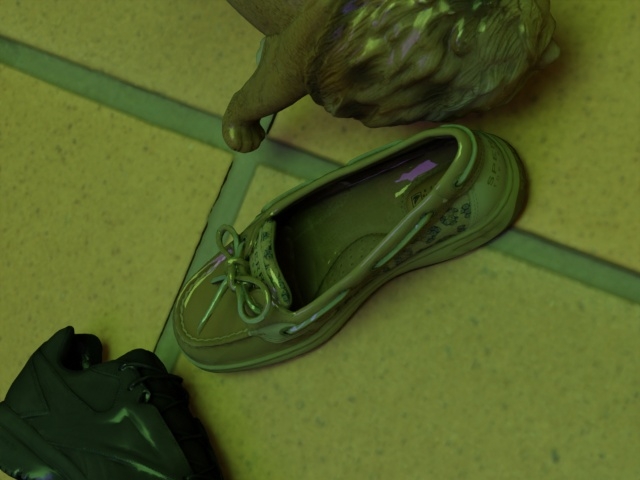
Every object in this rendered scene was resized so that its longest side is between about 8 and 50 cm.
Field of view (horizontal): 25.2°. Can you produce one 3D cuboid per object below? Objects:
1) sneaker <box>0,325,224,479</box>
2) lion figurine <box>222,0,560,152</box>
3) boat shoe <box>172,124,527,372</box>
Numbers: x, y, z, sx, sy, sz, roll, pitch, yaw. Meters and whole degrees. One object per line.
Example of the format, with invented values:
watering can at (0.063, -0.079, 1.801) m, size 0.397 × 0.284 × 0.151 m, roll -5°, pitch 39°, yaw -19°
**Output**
sneaker at (-0.128, 0.151, 1.017) m, size 0.286 × 0.109 × 0.130 m, roll 27°, pitch 85°, yaw 31°
lion figurine at (-0.039, -0.208, 0.950) m, size 0.240 × 0.392 × 0.142 m, roll -32°, pitch 20°, yaw 52°
boat shoe at (0.000, 0.000, 0.981) m, size 0.285 × 0.089 × 0.104 m, roll -32°, pitch 63°, yaw 21°
